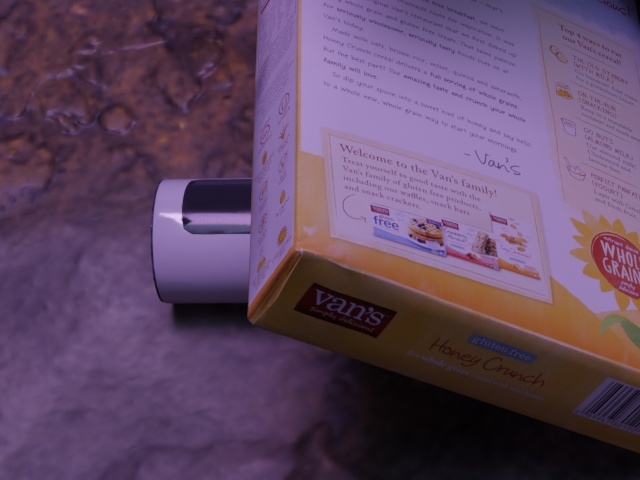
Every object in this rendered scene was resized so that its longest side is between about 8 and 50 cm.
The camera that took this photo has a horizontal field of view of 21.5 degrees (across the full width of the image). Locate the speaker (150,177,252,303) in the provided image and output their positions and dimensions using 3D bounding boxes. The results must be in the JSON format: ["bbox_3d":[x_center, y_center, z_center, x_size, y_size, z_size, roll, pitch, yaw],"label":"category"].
[{"bbox_3d":[0.000,0.000,0.714,0.136,0.055,0.055,0,54,7],"label":"speaker"}]

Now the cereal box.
[{"bbox_3d":[0.058,-0.044,0.669,0.173,0.047,0.240,20,43,-19],"label":"cereal box"}]
